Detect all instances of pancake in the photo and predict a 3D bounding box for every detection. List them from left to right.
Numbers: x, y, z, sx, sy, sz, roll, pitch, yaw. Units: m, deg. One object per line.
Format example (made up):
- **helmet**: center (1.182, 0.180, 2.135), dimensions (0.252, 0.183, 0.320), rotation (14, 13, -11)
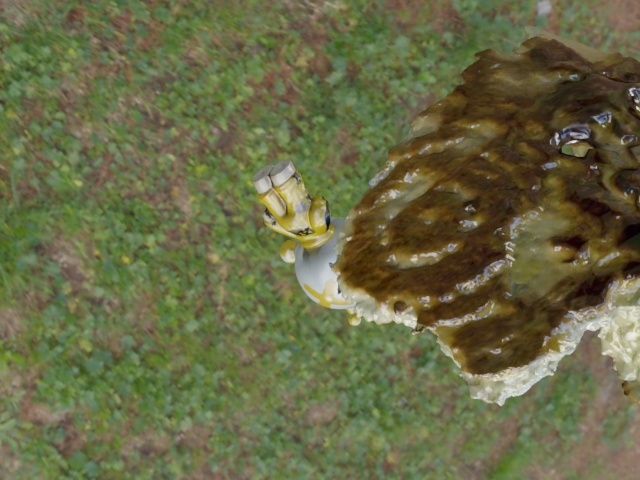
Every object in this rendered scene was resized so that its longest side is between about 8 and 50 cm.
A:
- **pancake**: center (0.135, -0.019, 0.539), dimensions (0.257, 0.212, 0.056), rotation (-53, 144, -21)

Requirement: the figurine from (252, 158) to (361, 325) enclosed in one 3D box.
- **figurine**: center (0.003, -0.002, 0.800), dimensions (0.068, 0.101, 0.143), rotation (-60, 148, -42)
